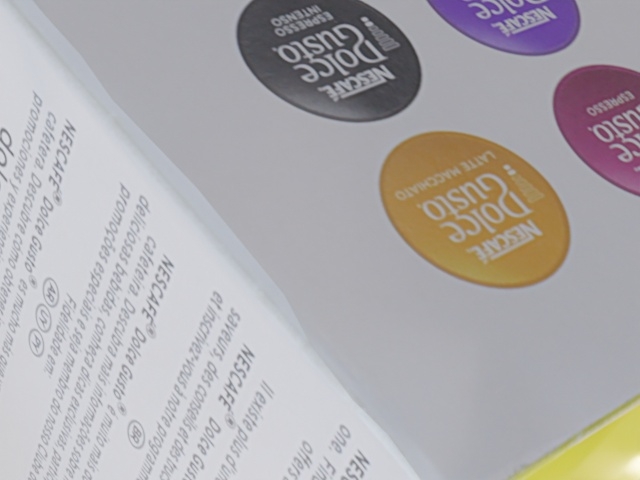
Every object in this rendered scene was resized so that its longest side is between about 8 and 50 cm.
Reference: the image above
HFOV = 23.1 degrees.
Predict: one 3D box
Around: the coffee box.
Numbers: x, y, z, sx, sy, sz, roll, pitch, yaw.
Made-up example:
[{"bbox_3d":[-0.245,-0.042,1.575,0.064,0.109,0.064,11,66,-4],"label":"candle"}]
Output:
[{"bbox_3d":[0.000,0.000,0.597,0.338,0.334,0.338,-24,152,-37],"label":"coffee box"}]
